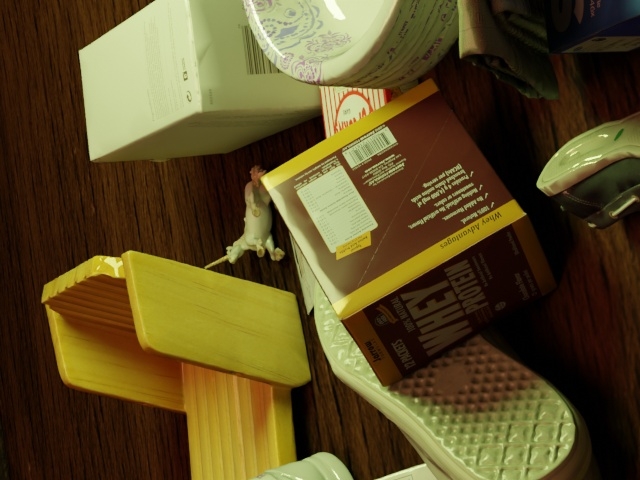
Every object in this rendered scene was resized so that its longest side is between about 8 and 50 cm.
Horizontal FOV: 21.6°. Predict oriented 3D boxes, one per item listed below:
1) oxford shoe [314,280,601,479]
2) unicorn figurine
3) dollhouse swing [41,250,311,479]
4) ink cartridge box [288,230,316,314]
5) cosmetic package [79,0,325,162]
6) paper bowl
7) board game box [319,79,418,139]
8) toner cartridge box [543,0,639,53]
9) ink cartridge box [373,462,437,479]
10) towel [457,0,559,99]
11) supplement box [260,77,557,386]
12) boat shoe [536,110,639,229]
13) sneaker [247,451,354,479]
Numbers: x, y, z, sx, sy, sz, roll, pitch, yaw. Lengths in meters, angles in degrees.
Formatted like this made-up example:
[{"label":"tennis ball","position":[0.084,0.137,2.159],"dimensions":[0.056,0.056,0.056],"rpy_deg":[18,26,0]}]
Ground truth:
[{"label":"oxford shoe","position":[0.123,0.135,1.617],"dimensions":[0.449,0.169,0.130],"rpy_deg":[49,173,51]},{"label":"unicorn figurine","position":[-0.081,-0.017,2.078],"dimensions":[0.111,0.060,0.162],"rpy_deg":[-135,59,-64]},{"label":"dollhouse swing","position":[-0.198,0.219,2.121],"dimensions":[0.347,0.315,0.305],"rpy_deg":[-22,56,62]},{"label":"ink cartridge box","position":[0.000,0.000,1.952],"dimensions":[0.179,0.045,0.145],"rpy_deg":[115,143,-75]},{"label":"cosmetic package","position":[-0.135,-0.193,1.985],"dimensions":[0.365,0.197,0.155],"rpy_deg":[-11,86,62]},{"label":"paper bowl","position":[0.055,-0.288,1.612],"dimensions":[0.284,0.148,0.284],"rpy_deg":[1,91,55]},{"label":"board game box","position":[0.054,-0.137,1.787],"dimensions":[0.147,0.045,0.193],"rpy_deg":[-12,85,63]},{"label":"toner cartridge box","position":[0.219,-0.325,1.252],"dimensions":[0.165,0.075,0.348],"rpy_deg":[164,101,-69]},{"label":"ink cartridge box","position":[0.072,0.398,1.752],"dimensions":[0.066,0.261,0.296],"rpy_deg":[33,-140,-68]},{"label":"towel","position":[0.156,-0.280,1.346],"dimensions":[0.312,0.056,0.324],"rpy_deg":[3,-98,-73]},{"label":"supplement box","position":[0.082,-0.008,1.562],"dimensions":[0.194,0.191,0.129],"rpy_deg":[60,-179,38]},{"label":"boat shoe","position":[0.277,-0.065,1.356],"dimensions":[0.079,0.084,0.233],"rpy_deg":[47,147,-13]},{"label":"sneaker","position":[0.006,0.375,1.879],"dimensions":[0.305,0.152,0.114],"rpy_deg":[56,140,40]}]
